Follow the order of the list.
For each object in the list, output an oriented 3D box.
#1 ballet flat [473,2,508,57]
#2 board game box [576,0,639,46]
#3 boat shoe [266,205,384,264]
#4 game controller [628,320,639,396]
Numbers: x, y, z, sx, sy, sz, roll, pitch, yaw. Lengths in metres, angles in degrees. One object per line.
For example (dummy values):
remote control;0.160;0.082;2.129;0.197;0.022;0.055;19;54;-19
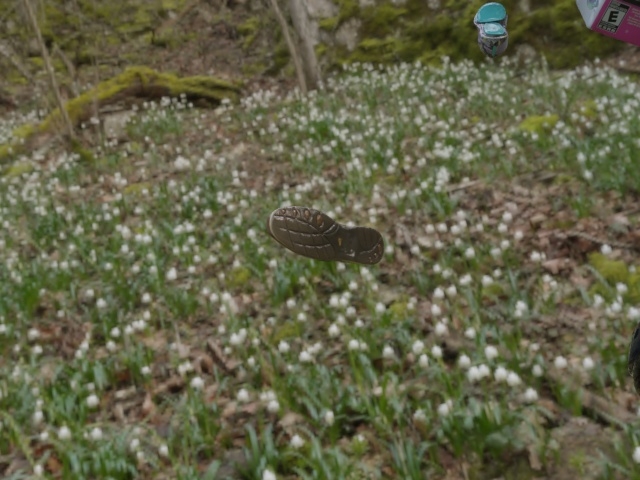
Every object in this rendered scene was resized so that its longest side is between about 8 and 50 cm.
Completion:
ballet flat;0.201;-0.245;0.963;0.041;0.114;0.041;5;-55;7
board game box;0.488;-0.373;0.983;0.224;0.097;0.303;17;-54;-6
boat shoe;0.000;0.000;1.089;0.178;0.064;0.060;14;-14;-32
game controller;0.276;0.008;0.283;0.166;0.067;0.319;33;-46;-23
